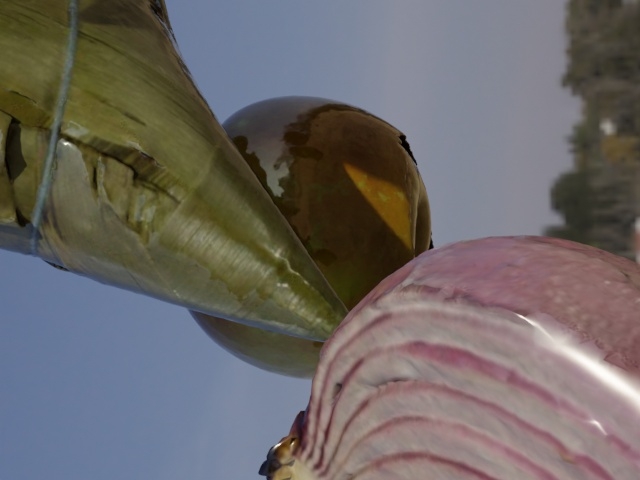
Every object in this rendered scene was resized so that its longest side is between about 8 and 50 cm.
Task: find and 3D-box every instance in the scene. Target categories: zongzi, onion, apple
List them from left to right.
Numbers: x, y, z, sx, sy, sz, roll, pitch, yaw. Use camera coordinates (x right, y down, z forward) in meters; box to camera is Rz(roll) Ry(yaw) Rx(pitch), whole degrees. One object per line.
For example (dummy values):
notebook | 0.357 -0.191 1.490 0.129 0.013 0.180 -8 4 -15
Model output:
zongzi | -0.108 -0.088 1.001 0.323 0.361 0.160 -68 1 -51
apple | 0.000 0.000 1.212 0.237 0.208 0.236 14 -90 -78
onion | 0.114 0.125 0.435 0.120 0.283 0.227 -28 -32 -35
